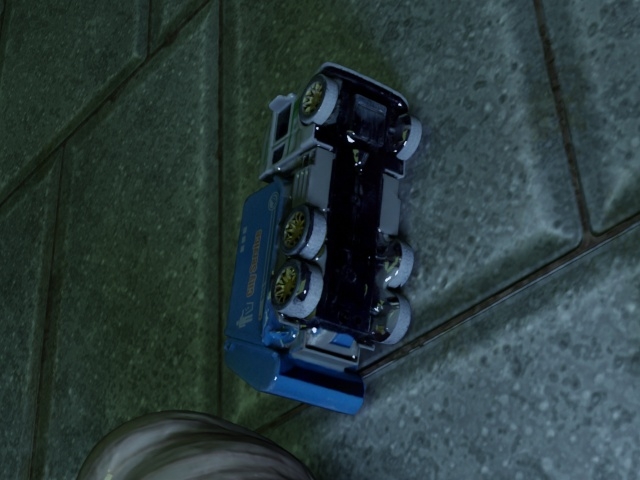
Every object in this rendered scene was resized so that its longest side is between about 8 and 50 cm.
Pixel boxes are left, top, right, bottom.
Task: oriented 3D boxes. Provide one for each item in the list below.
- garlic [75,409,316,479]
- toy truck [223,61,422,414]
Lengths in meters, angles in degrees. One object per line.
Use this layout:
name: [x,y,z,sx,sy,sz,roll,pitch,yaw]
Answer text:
garlic: [-0.091,0.311,1.060,0.317,0.259,0.317,172,90,-77]
toy truck: [0.000,0.000,1.234,0.175,0.146,0.367,-22,54,51]
